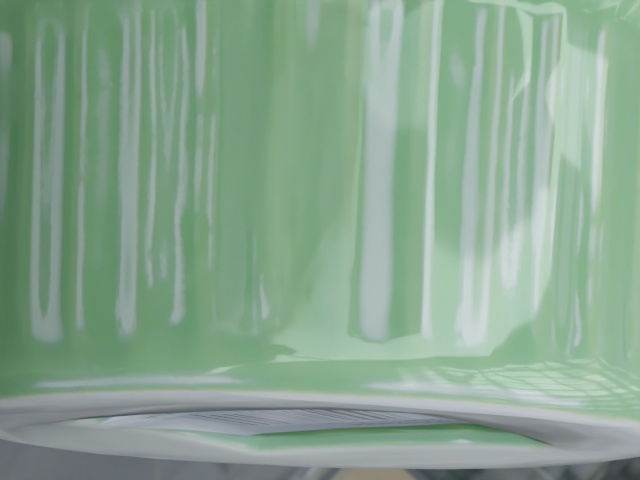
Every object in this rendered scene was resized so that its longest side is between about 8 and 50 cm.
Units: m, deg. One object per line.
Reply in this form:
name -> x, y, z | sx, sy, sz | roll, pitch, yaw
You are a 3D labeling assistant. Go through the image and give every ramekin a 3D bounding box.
ramekin -> 0.000, 0.000, 0.532 | 0.303, 0.303, 0.148 | 56, 35, -74
